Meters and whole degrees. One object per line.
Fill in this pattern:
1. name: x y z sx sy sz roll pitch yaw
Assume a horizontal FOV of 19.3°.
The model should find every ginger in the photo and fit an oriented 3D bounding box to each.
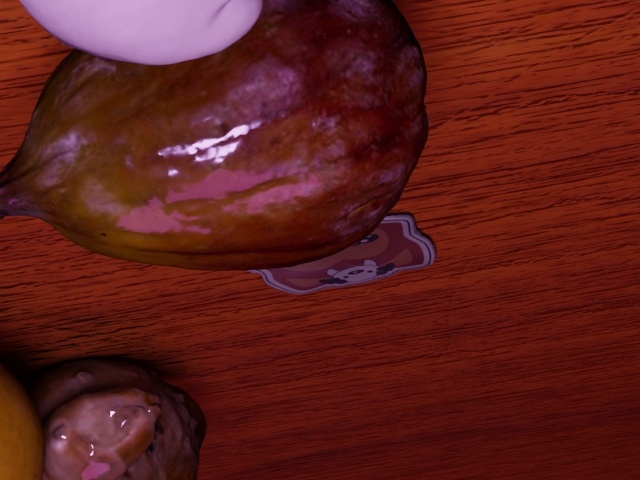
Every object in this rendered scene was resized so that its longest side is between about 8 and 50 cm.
1. ginger: -0.213 0.192 1.512 0.256 0.176 0.375 -16 165 -35

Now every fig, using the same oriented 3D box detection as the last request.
1. fig: -0.084 -0.043 0.923 0.274 0.145 0.170 -19 162 -15

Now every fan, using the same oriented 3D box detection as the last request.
1. fan: 0.000 0.000 1.294 0.132 0.009 0.220 -15 159 14

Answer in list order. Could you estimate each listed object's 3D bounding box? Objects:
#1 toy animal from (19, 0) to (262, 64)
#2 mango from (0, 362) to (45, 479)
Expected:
1. toy animal: -0.050 -0.154 0.692 0.178 0.127 0.193 4 159 -27
2. mango: -0.371 0.162 1.309 0.365 0.182 0.253 -5 151 5
